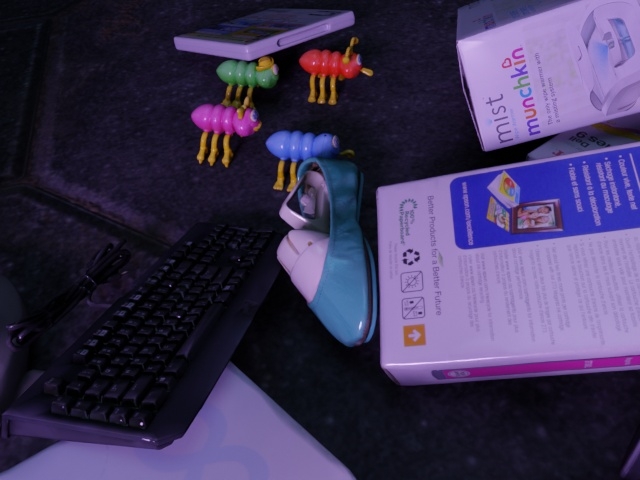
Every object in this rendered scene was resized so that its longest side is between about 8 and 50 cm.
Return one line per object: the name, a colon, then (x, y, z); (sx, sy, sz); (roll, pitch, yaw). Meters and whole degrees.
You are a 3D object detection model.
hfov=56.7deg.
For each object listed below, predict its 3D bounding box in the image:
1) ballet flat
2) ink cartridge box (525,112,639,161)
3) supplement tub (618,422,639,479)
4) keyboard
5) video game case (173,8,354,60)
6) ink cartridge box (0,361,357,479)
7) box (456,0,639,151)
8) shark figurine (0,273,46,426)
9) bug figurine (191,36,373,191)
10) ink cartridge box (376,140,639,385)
ballet flat: (0.000, 0.000, 0.576); (0.087, 0.083, 0.247); (14, 39, -12)
ink cartridge box: (0.330, -0.064, 0.607); (0.212, 0.093, 0.154); (-32, 52, -21)
supplement tub: (0.300, 0.172, 0.367); (0.198, 0.106, 0.106); (26, 53, 27)
keyboard: (-0.150, 0.051, 0.503); (0.202, 0.033, 0.317); (1, 23, 11)
video game case: (-0.089, -0.315, 0.894); (0.193, 0.023, 0.212); (-29, 35, -29)
ink cartridge box: (-0.055, 0.251, 0.278); (0.385, 0.091, 0.308); (31, 39, 33)
box: (0.276, -0.218, 0.656); (0.231, 0.126, 0.262); (-12, 24, 20)
shark figurine: (-0.313, 0.064, 0.529); (0.166, 0.116, 0.278); (-20, 49, -15)
bug figurine: (-0.049, -0.181, 0.771); (0.216, 0.072, 0.279); (4, 47, 10)
ink cartridge box: (0.229, 0.011, 0.472); (0.371, 0.069, 0.175); (-10, 58, 20)
